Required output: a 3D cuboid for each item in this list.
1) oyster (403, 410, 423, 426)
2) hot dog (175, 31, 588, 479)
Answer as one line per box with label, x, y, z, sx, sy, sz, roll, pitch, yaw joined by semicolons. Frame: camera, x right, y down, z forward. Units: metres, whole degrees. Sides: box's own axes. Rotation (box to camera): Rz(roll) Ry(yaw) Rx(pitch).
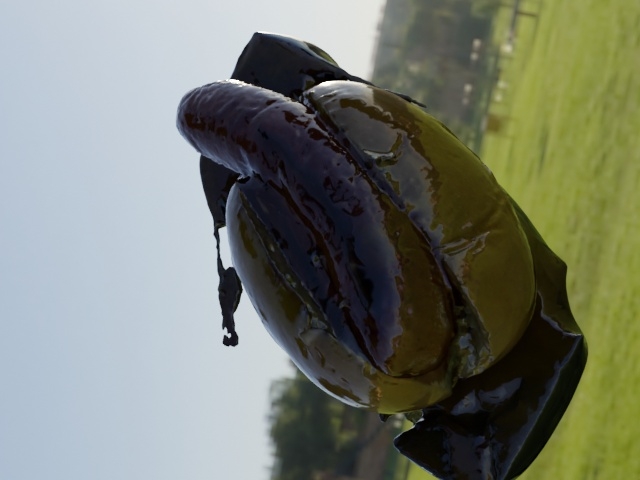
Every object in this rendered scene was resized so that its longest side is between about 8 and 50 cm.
oyster;0.095;0.157;1.315;0.083;0.019;0.054;61;-146;-27
hot dog;0.005;-0.004;0.857;0.194;0.326;0.107;-56;-32;1
